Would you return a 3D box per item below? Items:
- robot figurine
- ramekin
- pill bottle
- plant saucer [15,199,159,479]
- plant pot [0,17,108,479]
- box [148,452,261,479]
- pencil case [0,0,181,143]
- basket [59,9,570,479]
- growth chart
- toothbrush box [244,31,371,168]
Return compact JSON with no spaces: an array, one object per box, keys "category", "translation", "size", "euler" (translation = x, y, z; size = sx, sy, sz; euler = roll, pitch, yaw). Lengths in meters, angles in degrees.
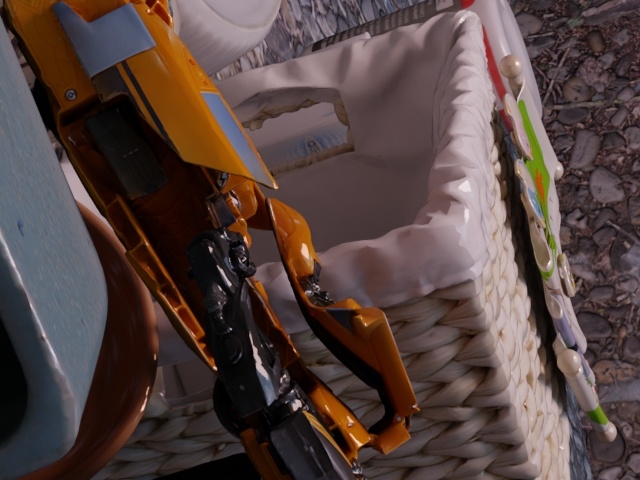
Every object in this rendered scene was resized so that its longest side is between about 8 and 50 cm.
[{"category":"robot figurine","translation":[-0.045,0.000,0.660],"size":[0.291,0.085,0.211],"euler":[59,-4,5]},{"category":"ramekin","translation":[-0.122,-0.228,1.196],"size":[0.207,0.109,0.207],"euler":[32,48,-45]},{"category":"pill bottle","translation":[0.073,-0.151,1.514],"size":[0.161,0.283,0.161],"euler":[-18,90,-74]},{"category":"plant saucer","translation":[-0.183,0.052,0.735],"size":[0.037,0.200,0.200],"euler":[122,-35,-55]},{"category":"plant pot","translation":[-0.223,-0.030,0.561],"size":[0.252,0.247,0.248],"euler":[-77,146,-79]},{"category":"box","translation":[-0.137,0.275,0.540],"size":[0.395,0.212,0.293],"euler":[-8,80,-74]},{"category":"pencil case","translation":[-0.233,-0.237,0.860],"size":[0.410,0.183,0.160],"euler":[62,-9,-32]},{"category":"basket","translation":[-0.013,0.058,0.959],"size":[0.331,0.328,0.266],"euler":[-77,147,-61]},{"category":"growth chart","translation":[0.159,0.006,0.985],"size":[0.172,0.021,0.237],"euler":[48,32,-62]},{"category":"toothbrush box","translation":[0.000,0.000,1.247],"size":[0.126,0.216,0.295],"euler":[-86,153,-52]}]
